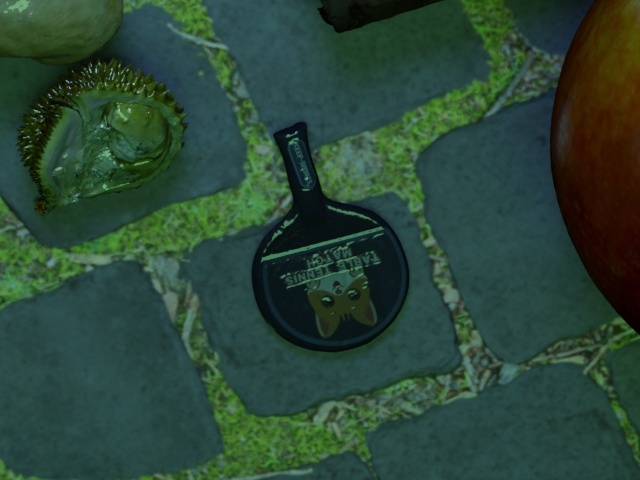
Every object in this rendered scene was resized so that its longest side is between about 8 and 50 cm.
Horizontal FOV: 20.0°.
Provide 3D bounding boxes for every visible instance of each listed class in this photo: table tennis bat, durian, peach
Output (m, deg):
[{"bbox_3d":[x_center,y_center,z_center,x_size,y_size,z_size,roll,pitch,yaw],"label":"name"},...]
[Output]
[{"bbox_3d":[0.000,0.000,1.727,0.150,0.027,0.236,-15,113,1],"label":"table tennis bat"},{"bbox_3d":[-0.204,-0.092,1.646,0.146,0.102,0.208,10,138,-33],"label":"durian"},{"bbox_3d":[0.369,-0.073,1.557,0.388,0.388,0.388,-2,110,-4],"label":"peach"}]

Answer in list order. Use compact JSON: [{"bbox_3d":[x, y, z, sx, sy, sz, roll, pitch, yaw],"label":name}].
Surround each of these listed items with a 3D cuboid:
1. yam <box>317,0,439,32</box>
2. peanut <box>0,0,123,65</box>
[{"bbox_3d":[0.119,-0.273,1.585,0.280,0.131,0.131,-20,110,5],"label":"yam"},{"bbox_3d":[-0.316,-0.277,1.533,0.174,0.158,0.340,-43,116,-24],"label":"peanut"}]
